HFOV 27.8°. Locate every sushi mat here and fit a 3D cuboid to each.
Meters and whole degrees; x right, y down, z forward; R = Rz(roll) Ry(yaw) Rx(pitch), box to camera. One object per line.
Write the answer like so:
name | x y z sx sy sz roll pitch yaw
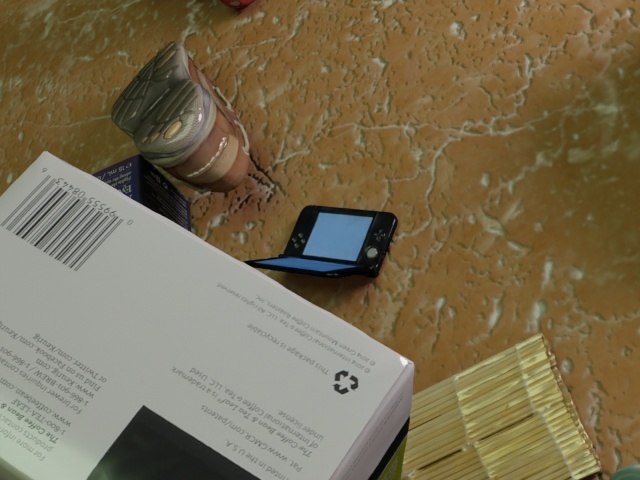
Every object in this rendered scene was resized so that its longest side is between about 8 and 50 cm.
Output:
sushi mat | 0.084 0.208 1.154 0.316 0.019 0.151 -28 50 15

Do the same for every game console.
game console | 0.000 0.000 1.314 0.122 0.071 0.107 7 65 36

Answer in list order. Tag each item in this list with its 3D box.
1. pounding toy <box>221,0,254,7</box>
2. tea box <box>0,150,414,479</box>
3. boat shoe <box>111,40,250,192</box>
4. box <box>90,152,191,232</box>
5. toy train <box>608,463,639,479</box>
pounding toy | -0.155 -0.350 1.617 0.237 0.110 0.183 -3 17 -9
tea box | -0.126 0.161 1.000 0.329 0.323 0.220 30 63 16
boat shoe | -0.156 -0.133 1.477 0.123 0.116 0.324 -44 26 9
box | -0.228 0.034 1.416 0.153 0.108 0.207 -23 50 18
toy train | 0.219 0.271 0.867 0.334 0.142 0.190 -51 46 48
